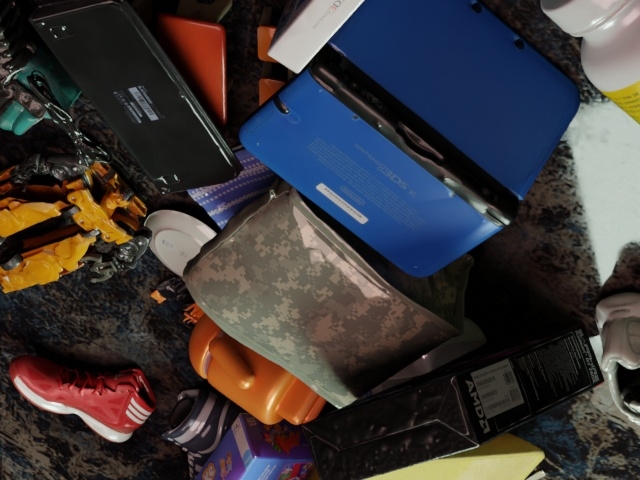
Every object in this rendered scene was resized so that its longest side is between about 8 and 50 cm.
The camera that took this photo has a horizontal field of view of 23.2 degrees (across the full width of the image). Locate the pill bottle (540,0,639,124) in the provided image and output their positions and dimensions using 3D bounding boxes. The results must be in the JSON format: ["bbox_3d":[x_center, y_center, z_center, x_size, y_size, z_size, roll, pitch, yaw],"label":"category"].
[{"bbox_3d":[0.394,-0.188,1.607,0.334,0.188,0.188,37,133,-17],"label":"pill bottle"}]

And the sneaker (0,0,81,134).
[{"bbox_3d":[-0.361,-0.230,1.863,0.178,0.124,0.295,27,143,-1],"label":"sneaker"}]

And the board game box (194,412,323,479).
[{"bbox_3d":[-0.079,0.390,2.285,0.233,0.078,0.347,7,134,-32],"label":"board game box"}]

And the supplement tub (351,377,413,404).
[{"bbox_3d":[0.084,0.234,2.195,0.071,0.071,0.107,31,133,-12],"label":"supplement tub"}]

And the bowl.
[{"bbox_3d":[0.130,0.137,2.065,0.142,0.053,0.142,-3,157,-45],"label":"bowl"}]

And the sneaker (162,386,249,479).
[{"bbox_3d":[-0.177,0.325,2.349,0.153,0.099,0.282,25,132,-7],"label":"sneaker"}]

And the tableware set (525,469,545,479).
[{"bbox_3d":[0.222,0.360,2.290,0.128,0.039,0.194,35,133,-15],"label":"tableware set"}]

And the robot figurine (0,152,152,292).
[{"bbox_3d":[-0.358,-0.030,2.083,0.291,0.085,0.211,-18,124,33],"label":"robot figurine"}]

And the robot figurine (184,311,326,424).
[{"bbox_3d":[-0.088,0.162,2.119,0.219,0.158,0.128,34,135,20],"label":"robot figurine"}]

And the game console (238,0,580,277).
[{"bbox_3d":[0.102,-0.140,1.771,0.293,0.173,0.250,38,135,-17],"label":"game console"}]

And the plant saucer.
[{"bbox_3d":[0.095,0.357,2.185,0.332,0.081,0.333,0,142,-27],"label":"plant saucer"}]

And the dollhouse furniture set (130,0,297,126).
[{"bbox_3d":[-0.147,-0.236,1.779,0.262,0.135,0.259,10,135,9],"label":"dollhouse furniture set"}]

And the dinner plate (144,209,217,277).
[{"bbox_3d":[-0.179,0.015,2.091,0.141,0.017,0.141,21,142,18],"label":"dinner plate"}]

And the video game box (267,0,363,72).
[{"bbox_3d":[0.033,-0.298,1.624,0.048,0.187,0.205,34,134,-14],"label":"video game box"}]

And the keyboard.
[{"bbox_3d":[-0.237,-0.162,1.818,0.201,0.033,0.317,-9,138,23],"label":"keyboard"}]

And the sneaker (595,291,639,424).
[{"bbox_3d":[0.428,0.203,2.019,0.110,0.118,0.292,-16,127,28],"label":"sneaker"}]

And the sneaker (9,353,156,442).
[{"bbox_3d":[-0.341,0.206,2.318,0.221,0.087,0.128,30,127,-27],"label":"sneaker"}]

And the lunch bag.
[{"bbox_3d":[0.003,0.042,1.930,0.287,0.169,0.235,35,131,-21],"label":"lunch bag"}]

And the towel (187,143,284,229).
[{"bbox_3d":[0.000,0.000,2.024,0.243,0.040,0.336,-19,124,31],"label":"towel"}]

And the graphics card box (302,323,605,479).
[{"bbox_3d":[0.174,0.203,1.949,0.232,0.371,0.094,-21,86,34],"label":"graphics card box"}]

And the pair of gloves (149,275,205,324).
[{"bbox_3d":[-0.190,0.083,2.186,0.083,0.010,0.074,41,133,-17],"label":"pair of gloves"}]
